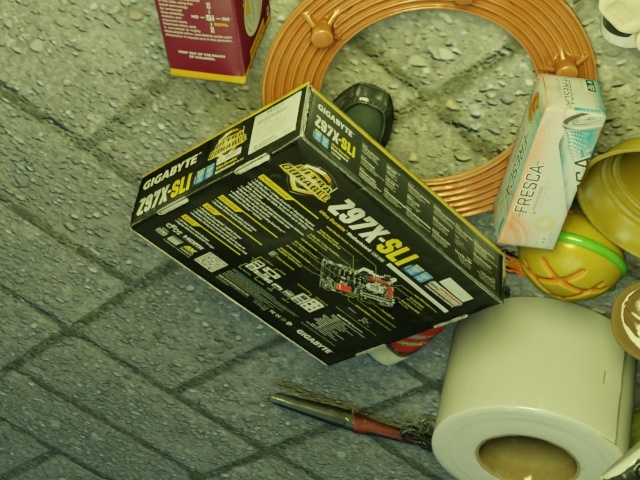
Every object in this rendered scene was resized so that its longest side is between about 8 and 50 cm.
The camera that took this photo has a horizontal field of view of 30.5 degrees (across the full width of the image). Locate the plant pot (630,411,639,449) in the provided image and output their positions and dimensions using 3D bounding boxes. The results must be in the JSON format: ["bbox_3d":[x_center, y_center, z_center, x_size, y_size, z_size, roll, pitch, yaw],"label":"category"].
[{"bbox_3d":[0.463,0.429,1.550,0.366,0.353,0.366,11,143,9],"label":"plant pot"}]

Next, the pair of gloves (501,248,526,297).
[{"bbox_3d":[0.220,0.040,1.435,0.074,0.010,0.083,31,142,-18],"label":"pair of gloves"}]

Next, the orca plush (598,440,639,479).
[{"bbox_3d":[0.456,0.236,1.367,0.102,0.287,0.151,52,144,12],"label":"orca plush"}]

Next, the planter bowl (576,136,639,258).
[{"bbox_3d":[0.373,-0.056,1.169,0.217,0.090,0.217,23,155,11],"label":"planter bowl"}]

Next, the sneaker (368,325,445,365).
[{"bbox_3d":[0.054,0.041,1.453,0.118,0.107,0.279,-32,127,24],"label":"sneaker"}]

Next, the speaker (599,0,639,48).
[{"bbox_3d":[0.276,-0.237,1.026,0.055,0.055,0.136,7,142,13],"label":"speaker"}]

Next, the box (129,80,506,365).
[{"bbox_3d":[0.000,0.000,1.248,0.257,0.079,0.322,-26,130,36],"label":"box"}]

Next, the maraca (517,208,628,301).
[{"bbox_3d":[0.282,0.023,1.323,0.127,0.099,0.186,20,169,17],"label":"maraca"}]

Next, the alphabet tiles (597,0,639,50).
[{"bbox_3d":[0.389,-0.223,0.977,0.278,0.021,0.284,-31,130,33],"label":"alphabet tiles"}]

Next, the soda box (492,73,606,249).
[{"bbox_3d":[0.224,-0.075,1.167,0.063,0.058,0.183,6,135,-5],"label":"soda box"}]

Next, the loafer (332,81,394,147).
[{"bbox_3d":[0.024,-0.085,1.296,0.076,0.078,0.223,21,143,-6],"label":"loafer"}]

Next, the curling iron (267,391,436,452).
[{"bbox_3d":[0.055,0.265,1.765,0.274,0.035,0.068,15,139,2],"label":"curling iron"}]

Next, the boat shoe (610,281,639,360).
[{"bbox_3d":[0.498,0.108,1.317,0.341,0.122,0.110,6,174,10],"label":"boat shoe"}]

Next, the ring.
[{"bbox_3d":[0.108,-0.135,1.172,0.336,0.032,0.337,0,135,0],"label":"ring"}]

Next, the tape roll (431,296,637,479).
[{"bbox_3d":[0.275,0.210,1.499,0.246,0.169,0.246,11,143,9],"label":"tape roll"}]

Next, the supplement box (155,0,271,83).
[{"bbox_3d":[-0.105,-0.254,1.110,0.080,0.104,0.188,8,142,11],"label":"supplement box"}]
